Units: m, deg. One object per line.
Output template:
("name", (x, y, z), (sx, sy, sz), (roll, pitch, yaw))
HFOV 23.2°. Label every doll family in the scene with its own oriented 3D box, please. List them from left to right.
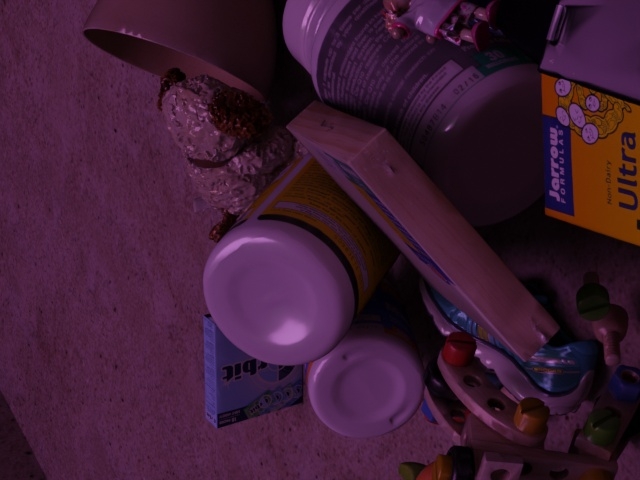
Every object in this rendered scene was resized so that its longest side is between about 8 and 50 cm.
("doll family", (0.171, -0.290, 1.689), (0.163, 0.263, 0.118), (25, 162, 36))

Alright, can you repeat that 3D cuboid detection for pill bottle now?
("pill bottle", (0.000, 0.000, 1.951), (0.188, 0.334, 0.187), (10, 120, 18))
("pill bottle", (0.047, 0.130, 2.064), (0.272, 0.152, 0.152), (-102, 12, -63))
("pill bottle", (0.116, -0.191, 1.810), (0.361, 0.204, 0.204), (47, 140, 41))

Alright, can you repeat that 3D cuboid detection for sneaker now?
("sneaker", (0.230, 0.096, 1.869), (0.275, 0.107, 0.110), (39, 120, 38))

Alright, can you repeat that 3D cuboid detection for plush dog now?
("plush dog", (-0.140, -0.141, 2.190), (0.262, 0.210, 0.225), (18, 152, 43))

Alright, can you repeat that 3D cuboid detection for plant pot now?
("plant pot", (-0.178, -0.336, 2.253), (0.284, 0.284, 0.190), (11, 79, 59))

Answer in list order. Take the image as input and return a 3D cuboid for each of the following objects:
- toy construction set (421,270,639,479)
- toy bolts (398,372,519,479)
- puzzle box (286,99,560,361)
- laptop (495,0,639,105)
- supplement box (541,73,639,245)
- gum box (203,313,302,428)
("toy construction set", (0.253, 0.203, 1.646), (0.309, 0.257, 0.237), (-48, 17, 30))
("toy bolts", (0.215, 0.280, 1.915), (0.158, 0.218, 0.228), (-17, 52, 56))
("puzzle box", (0.098, -0.023, 1.675), (0.272, 0.052, 0.409), (48, 179, -14))
("laptop", (0.324, -0.304, 1.273), (0.408, 0.236, 0.381), (23, 107, 27))
("supplement box", (0.381, -0.095, 1.386), (0.356, 0.195, 0.194), (23, 121, 56))
("gum box", (-0.103, 0.186, 2.416), (0.041, 0.157, 0.184), (35, 131, 50))
